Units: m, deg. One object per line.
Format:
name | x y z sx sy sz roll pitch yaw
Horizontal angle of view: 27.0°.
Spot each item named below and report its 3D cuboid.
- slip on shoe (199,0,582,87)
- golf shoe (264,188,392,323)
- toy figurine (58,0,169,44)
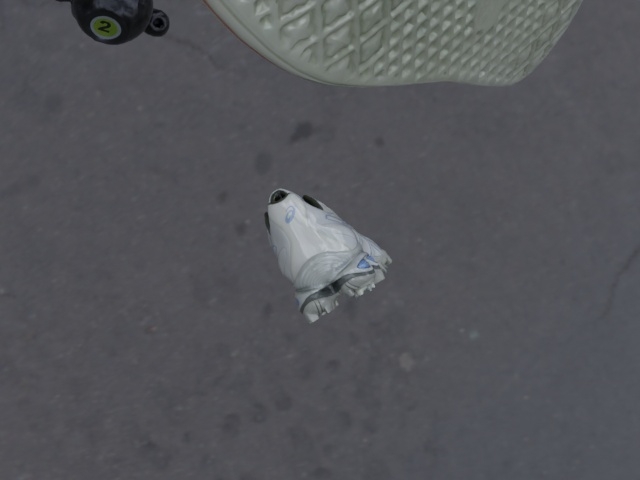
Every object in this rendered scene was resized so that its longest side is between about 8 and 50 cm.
slip on shoe | 0.019 -0.132 0.551 0.101 0.123 0.331 37 16 21
golf shoe | 0.000 0.000 0.876 0.069 0.176 0.086 -32 89 -1
toy figurine | -0.128 -0.269 1.037 0.213 0.148 0.210 -21 102 -7
